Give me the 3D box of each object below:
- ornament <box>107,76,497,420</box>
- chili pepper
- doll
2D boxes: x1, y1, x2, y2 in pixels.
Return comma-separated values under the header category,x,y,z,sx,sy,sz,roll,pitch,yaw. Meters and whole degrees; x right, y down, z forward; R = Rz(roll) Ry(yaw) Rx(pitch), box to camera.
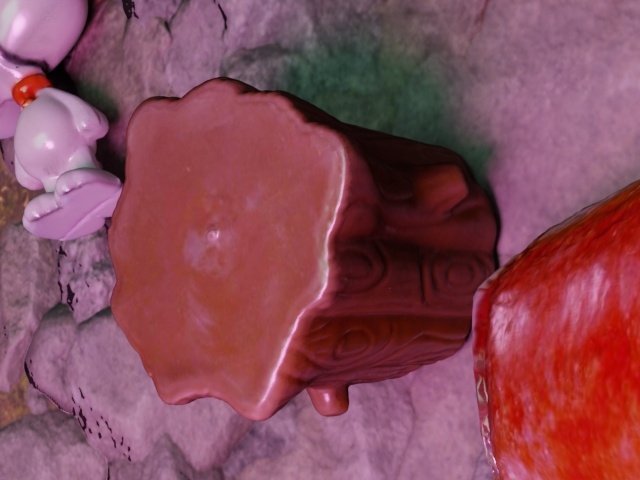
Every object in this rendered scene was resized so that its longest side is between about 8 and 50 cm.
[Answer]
category,x,y,z,sx,sy,sz,roll,pitch,yaw
ornament,0.000,0.000,0.988,0.221,0.217,0.235,-40,63,28
chili pepper,0.234,0.073,0.791,0.305,0.229,0.251,146,119,-66
doll,-0.282,-0.120,1.264,0.208,0.144,0.271,-20,70,25
